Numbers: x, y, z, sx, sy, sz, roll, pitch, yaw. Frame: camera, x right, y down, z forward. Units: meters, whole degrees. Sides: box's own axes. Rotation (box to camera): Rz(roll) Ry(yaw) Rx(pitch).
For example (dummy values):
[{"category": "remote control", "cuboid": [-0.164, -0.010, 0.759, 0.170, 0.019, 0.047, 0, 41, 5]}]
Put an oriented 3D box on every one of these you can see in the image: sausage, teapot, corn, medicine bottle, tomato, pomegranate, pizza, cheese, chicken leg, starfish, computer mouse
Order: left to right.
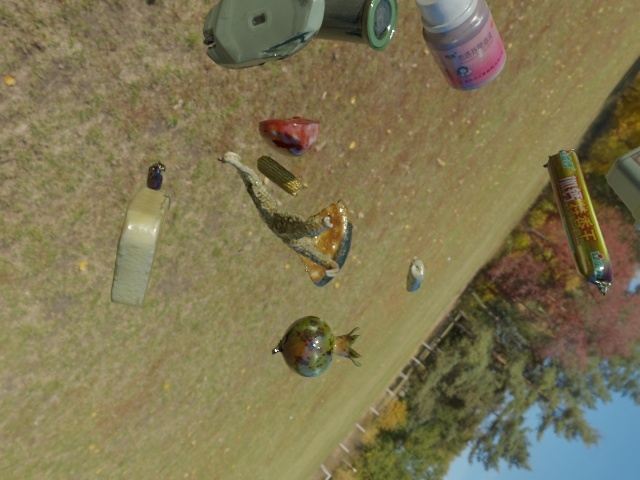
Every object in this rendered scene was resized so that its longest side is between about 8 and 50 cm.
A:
[{"category": "cheese", "cuboid": [-0.542, -0.023, 1.551, 0.384, 0.104, 0.384, -165, -90, -75]}, {"category": "chicken leg", "cuboid": [-0.593, -0.233, 1.822, 0.253, 0.051, 0.106, 9, -91, 65]}, {"category": "computer mouse", "cuboid": [-0.164, -0.650, 1.527, 0.145, 0.429, 0.228, -26, 110, -61]}, {"category": "corn", "cuboid": [-0.147, -0.229, 1.770, 0.068, 0.207, 0.068, -43, 159, -21]}, {"category": "starfish", "cuboid": [-0.088, -0.050, 1.390, 0.082, 0.324, 0.432, -48, 152, -16]}, {"category": "tomato", "cuboid": [-0.106, -0.369, 1.810, 0.233, 0.200, 0.140, -24, 118, -49]}, {"category": "pomegranate", "cuboid": [-0.001, 0.275, 1.284, 0.156, 0.220, 0.156, 7, 90, -69]}, {"category": "pizza", "cuboid": [0.000, 0.000, 1.850, 0.086, 0.226, 0.336, 20, 83, -80]}, {"category": "teapot", "cuboid": [0.093, -0.803, 1.783, 0.270, 0.337, 0.200, -45, 142, -37]}, {"category": "cheese", "cuboid": [0.274, 0.103, 1.462, 0.194, 0.043, 0.065, 71, 24, -70]}, {"category": "medicine bottle", "cuboid": [0.295, -0.444, 1.073, 0.147, 0.147, 0.247, -51, 136, 1]}, {"category": "sausage", "cuboid": [0.576, -0.043, 1.126, 0.082, 0.082, 0.371, 103, -8, -55]}]

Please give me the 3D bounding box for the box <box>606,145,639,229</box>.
[{"category": "box", "cuboid": [0.966, -0.193, 1.390, 0.312, 0.182, 0.175, -30, 154, 0]}]
